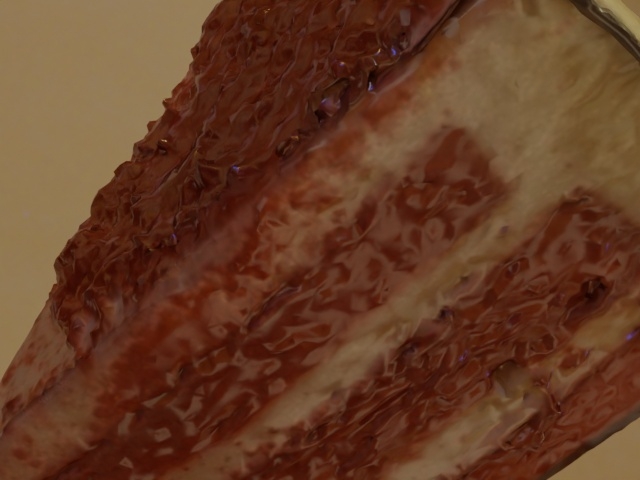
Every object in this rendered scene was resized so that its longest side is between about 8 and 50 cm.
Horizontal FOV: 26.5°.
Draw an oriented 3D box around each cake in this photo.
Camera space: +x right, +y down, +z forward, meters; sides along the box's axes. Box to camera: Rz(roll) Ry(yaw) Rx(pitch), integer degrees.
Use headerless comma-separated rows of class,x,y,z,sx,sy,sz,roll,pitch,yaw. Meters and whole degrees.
cake,0.000,0.000,0.453,0.158,0.262,0.159,37,24,-30
